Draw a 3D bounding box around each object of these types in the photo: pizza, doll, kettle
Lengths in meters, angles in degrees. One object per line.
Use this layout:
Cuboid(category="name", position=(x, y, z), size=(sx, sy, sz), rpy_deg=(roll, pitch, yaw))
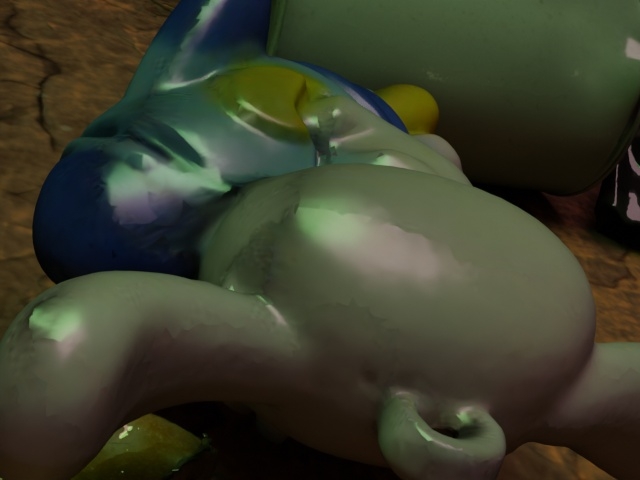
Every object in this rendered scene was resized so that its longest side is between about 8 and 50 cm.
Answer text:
Cuboid(category="pizza", position=(-0.123, 0.106, 0.507), size=(0.178, 0.041, 0.131), rpy_deg=(4, 29, -28))
Cuboid(category="doll", position=(-0.006, 0.007, 0.611), size=(0.376, 0.187, 0.366), rpy_deg=(30, 18, -38))
Cuboid(category="kettle", position=(0.063, -0.140, 0.951), size=(0.318, 0.265, 0.205), rpy_deg=(6, 62, -24))

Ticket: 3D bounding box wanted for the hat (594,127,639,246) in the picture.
Cuboid(category="hat", position=(0.447, -0.016, 0.939), size=(0.366, 0.257, 0.381), rpy_deg=(-1, 14, -30))
